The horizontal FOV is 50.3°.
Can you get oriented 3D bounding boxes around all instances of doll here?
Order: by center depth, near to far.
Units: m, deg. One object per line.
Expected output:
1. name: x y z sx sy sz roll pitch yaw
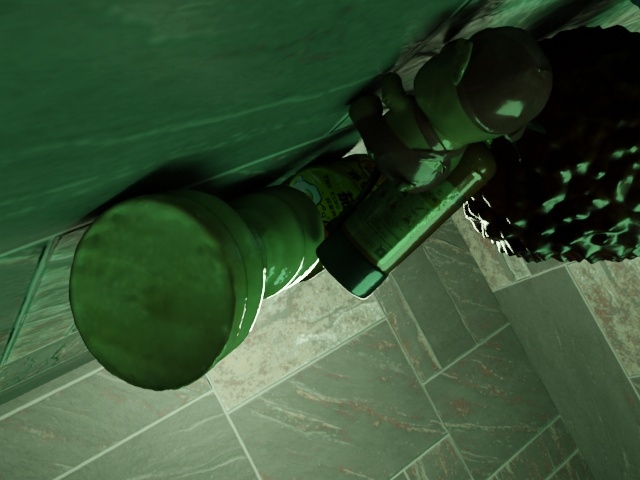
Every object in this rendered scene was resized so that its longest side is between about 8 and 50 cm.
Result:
1. doll: 0.173 -0.172 0.866 0.256 0.152 0.196 -32 175 43

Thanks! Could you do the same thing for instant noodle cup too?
1. instant noodle cup: 0.046 -0.071 1.241 0.182 0.182 0.144 -31 -175 39

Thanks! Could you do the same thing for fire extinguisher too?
1. fire extinguisher: 0.141 -0.097 1.056 0.376 0.200 0.113 -43 167 12

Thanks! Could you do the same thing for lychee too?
1. lychee: 0.472 -0.158 1.153 0.499 0.425 0.424 -28 176 20

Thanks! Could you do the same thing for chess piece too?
1. chess piece: -0.138 0.029 0.980 0.234 0.234 0.442 -29 180 18

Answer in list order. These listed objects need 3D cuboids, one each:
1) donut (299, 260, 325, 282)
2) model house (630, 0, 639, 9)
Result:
1. donut: 0.000 0.000 1.877 0.272 0.107 0.272 -35 -167 9
2. model house: 0.565 -0.262 0.819 0.399 0.446 0.395 13 171 -12
